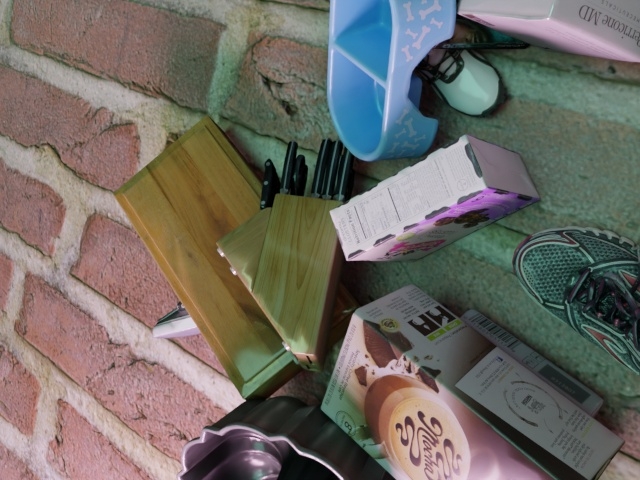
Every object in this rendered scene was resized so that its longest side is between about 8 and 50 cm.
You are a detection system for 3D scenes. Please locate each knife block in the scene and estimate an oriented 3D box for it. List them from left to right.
[{"bbox_3d":[0.000,0.000,0.919,0.242,0.088,0.275,-35,65,-7],"label":"knife block"}]

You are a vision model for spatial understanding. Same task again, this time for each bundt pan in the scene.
[{"bbox_3d":[-0.025,0.348,0.926,0.331,0.124,0.330,13,120,24],"label":"bundt pan"}]

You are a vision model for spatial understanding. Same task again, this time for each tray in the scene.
[{"bbox_3d":[-0.134,0.016,1.038,0.203,0.076,0.411,-40,66,3],"label":"tray"}]

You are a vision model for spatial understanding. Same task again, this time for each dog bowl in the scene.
[{"bbox_3d":[0.075,-0.225,0.843,0.166,0.074,0.297,49,150,38],"label":"dog bowl"}]

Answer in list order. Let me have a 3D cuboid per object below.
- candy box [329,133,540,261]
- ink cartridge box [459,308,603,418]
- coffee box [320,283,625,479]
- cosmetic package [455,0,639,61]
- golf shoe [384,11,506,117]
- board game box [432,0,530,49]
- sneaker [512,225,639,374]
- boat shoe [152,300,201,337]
[{"bbox_3d":[0.139,-0.042,0.830,0.196,0.165,0.070,-29,72,33],"label":"candy box"},{"bbox_3d":[0.215,0.231,0.858,0.189,0.066,0.232,36,131,30],"label":"ink cartridge box"},{"bbox_3d":[0.158,0.209,0.781,0.297,0.119,0.168,37,128,30],"label":"coffee box"},{"bbox_3d":[0.269,-0.303,0.720,0.151,0.151,0.183,36,112,57],"label":"cosmetic package"},{"bbox_3d":[0.149,-0.231,0.870,0.198,0.094,0.077,50,115,24],"label":"golf shoe"},{"bbox_3d":[0.187,-0.325,0.833,0.026,0.126,0.186,155,110,-77],"label":"board game box"},{"bbox_3d":[0.337,0.076,0.720,0.299,0.112,0.120,33,108,32],"label":"sneaker"},{"bbox_3d":[-0.189,0.104,1.123,0.229,0.080,0.076,-22,71,33],"label":"boat shoe"}]
